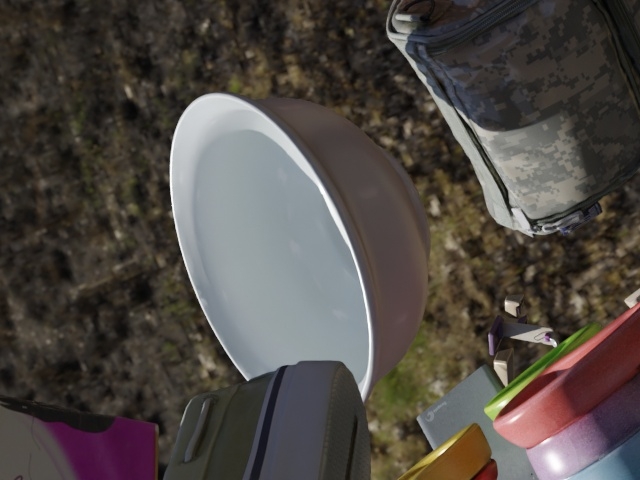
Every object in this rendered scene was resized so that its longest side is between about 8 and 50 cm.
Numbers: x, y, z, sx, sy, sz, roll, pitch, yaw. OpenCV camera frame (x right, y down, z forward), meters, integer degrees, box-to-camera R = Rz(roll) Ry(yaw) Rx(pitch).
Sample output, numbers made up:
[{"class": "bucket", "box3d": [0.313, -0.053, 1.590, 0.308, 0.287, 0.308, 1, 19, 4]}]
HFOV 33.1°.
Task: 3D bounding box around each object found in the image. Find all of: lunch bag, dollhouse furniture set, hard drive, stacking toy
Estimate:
[{"class": "lunch bag", "box3d": [0.217, -0.182, 1.065, 0.213, 0.256, 0.305, 27, 161, 49]}, {"class": "dollhouse furniture set", "box3d": [0.268, 0.142, 1.372, 0.081, 0.091, 0.114, 8, 126, 24]}, {"class": "hard drive", "box3d": [0.161, 0.201, 1.045, 0.094, 0.022, 0.135, -42, 52, 18]}, {"class": "stacking toy", "box3d": [0.216, 0.161, 0.876, 0.130, 0.280, 0.309, 52, 139, 9]}]

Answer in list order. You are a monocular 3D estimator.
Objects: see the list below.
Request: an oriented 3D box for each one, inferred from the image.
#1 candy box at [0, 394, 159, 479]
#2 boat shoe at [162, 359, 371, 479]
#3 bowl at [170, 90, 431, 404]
[{"class": "candy box", "box3d": [-0.142, 0.161, 0.358, 0.233, 0.071, 0.159, -33, 51, 44]}, {"class": "boat shoe", "box3d": [-0.039, 0.168, 0.482, 0.302, 0.094, 0.109, -72, -35, -60]}, {"class": "bowl", "box3d": [0.000, 0.000, 0.930, 0.298, 0.134, 0.297, 35, 136, 43]}]
